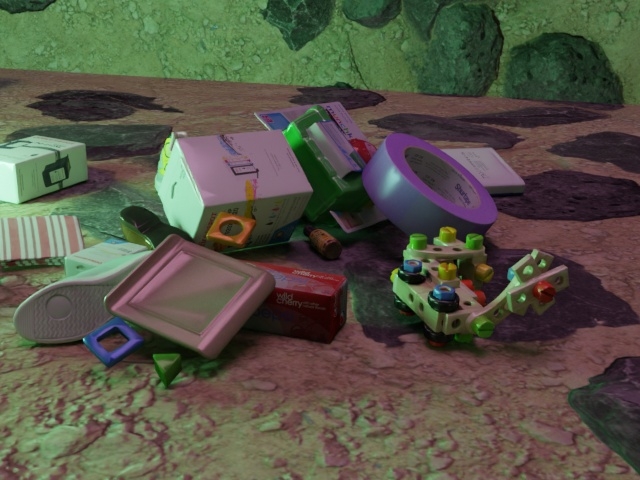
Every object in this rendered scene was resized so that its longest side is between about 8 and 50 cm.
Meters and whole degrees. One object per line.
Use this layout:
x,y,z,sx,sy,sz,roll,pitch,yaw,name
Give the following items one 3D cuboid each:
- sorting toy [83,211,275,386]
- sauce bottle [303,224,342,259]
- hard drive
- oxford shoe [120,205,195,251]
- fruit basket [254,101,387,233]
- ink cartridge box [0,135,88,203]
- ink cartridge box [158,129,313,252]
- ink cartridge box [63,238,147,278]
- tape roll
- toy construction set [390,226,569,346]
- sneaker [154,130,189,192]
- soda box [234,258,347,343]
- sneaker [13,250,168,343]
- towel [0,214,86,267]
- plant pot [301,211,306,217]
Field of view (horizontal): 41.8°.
-0.191,0.085,1.254,0.196,0.047,0.348,23,47,20,sorting toy
0.000,0.000,1.667,0.042,0.042,0.128,-7,20,-24,sauce bottle
0.325,-0.171,2.119,0.318,0.040,0.210,-4,33,-15,hard drive
-0.294,0.016,1.564,0.076,0.076,0.212,-26,49,-38,oxford shoe
0.054,-0.179,1.839,0.353,0.165,0.327,-22,73,-51,fruit basket
-0.701,-0.175,2.006,0.171,0.100,0.237,12,22,24,ink cartridge box
-0.170,-0.092,1.633,0.232,0.171,0.168,-10,59,-30,ink cartridge box
-0.381,0.043,1.494,0.088,0.052,0.122,12,21,28,ink cartridge box
0.220,-0.096,1.691,0.274,0.090,0.275,28,29,-17,tape roll
0.239,0.073,1.349,0.215,0.151,0.327,-6,10,-21,toy construction set
-0.268,-0.144,1.891,0.145,0.147,0.384,-12,25,-38,sneaker
-0.093,0.090,1.342,0.263,0.084,0.092,7,20,17,soda box
-0.363,0.092,1.335,0.255,0.094,0.151,-23,6,-24,sneaker
-0.549,0.003,1.584,0.197,0.029,0.144,-3,36,-21,towel
-0.053,-0.096,1.880,0.083,0.082,0.081,0,18,-29,plant pot
